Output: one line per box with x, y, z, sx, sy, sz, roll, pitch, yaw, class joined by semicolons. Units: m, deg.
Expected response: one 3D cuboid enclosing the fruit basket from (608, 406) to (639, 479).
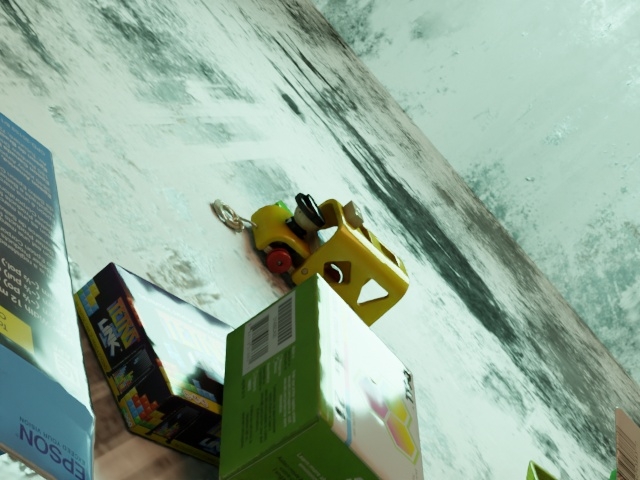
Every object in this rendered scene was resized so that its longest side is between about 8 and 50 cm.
0.320;0.355;1.286;0.327;0.165;0.353;37;49;-31;fruit basket

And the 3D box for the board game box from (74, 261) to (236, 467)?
-0.102;0.105;1.244;0.170;0.048;0.141;33;22;-50;board game box

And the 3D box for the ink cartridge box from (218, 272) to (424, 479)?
0.041;0.178;1.222;0.255;0.097;0.189;46;20;-24;ink cartridge box

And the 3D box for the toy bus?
0.007;0.005;1.757;0.191;0.104;0.202;53;13;17;toy bus

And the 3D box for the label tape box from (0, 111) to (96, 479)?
-0.260;0.003;0.895;0.249;0.115;0.347;39;19;-34;label tape box

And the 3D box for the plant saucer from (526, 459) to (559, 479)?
0.307;0.360;1.818;0.188;0.045;0.188;37;16;-17;plant saucer
